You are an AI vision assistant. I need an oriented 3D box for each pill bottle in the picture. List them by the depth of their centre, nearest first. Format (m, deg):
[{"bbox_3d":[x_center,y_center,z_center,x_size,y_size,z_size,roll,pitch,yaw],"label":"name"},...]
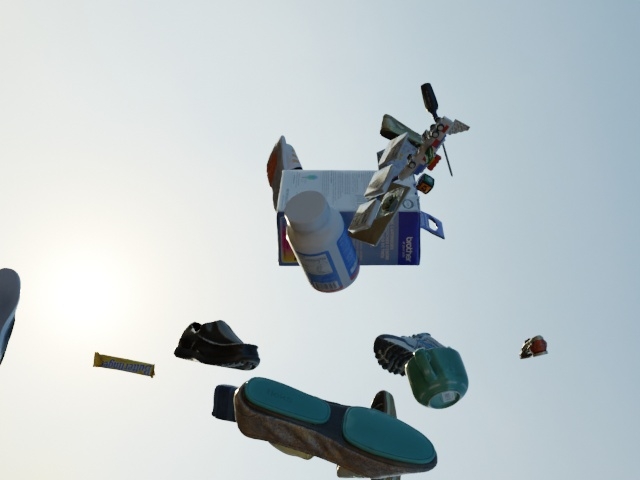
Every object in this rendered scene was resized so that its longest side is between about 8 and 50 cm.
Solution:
[{"bbox_3d":[0.000,0.000,2.200,0.124,0.124,0.222,54,-10,43],"label":"pill bottle"}]

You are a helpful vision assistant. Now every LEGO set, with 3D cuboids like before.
[{"bbox_3d":[0.143,-0.101,1.676,0.183,0.060,0.244,-65,-165,-17],"label":"LEGO set"}]

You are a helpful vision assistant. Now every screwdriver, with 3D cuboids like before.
[{"bbox_3d":[0.208,-0.192,1.807,0.024,0.025,0.170,150,-80,-77],"label":"screwdriver"}]

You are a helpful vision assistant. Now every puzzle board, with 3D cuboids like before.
[{"bbox_3d":[0.111,-0.052,1.957,0.128,0.011,0.096,-58,-148,-7],"label":"puzzle board"}]

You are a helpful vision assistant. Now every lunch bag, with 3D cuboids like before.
[{"bbox_3d":[0.151,-0.144,2.019,0.053,0.071,0.083,53,-18,37],"label":"lunch bag"}]

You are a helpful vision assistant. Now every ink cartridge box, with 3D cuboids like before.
[{"bbox_3d":[0.098,-0.058,2.500,0.270,0.395,0.151,-87,176,-64],"label":"ink cartridge box"}]

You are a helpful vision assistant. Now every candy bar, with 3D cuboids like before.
[{"bbox_3d":[-0.468,0.299,2.501,0.018,0.161,0.040,-39,138,-75],"label":"candy bar"}]

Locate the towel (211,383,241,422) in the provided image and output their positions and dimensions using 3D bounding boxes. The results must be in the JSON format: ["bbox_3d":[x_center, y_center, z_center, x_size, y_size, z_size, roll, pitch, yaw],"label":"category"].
[{"bbox_3d":[-0.148,0.296,1.885,0.119,0.029,0.067,1,-97,45],"label":"towel"}]

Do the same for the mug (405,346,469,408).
[{"bbox_3d":[0.249,0.307,2.286,0.129,0.157,0.097,-51,-141,36],"label":"mug"}]

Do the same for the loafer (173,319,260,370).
[{"bbox_3d":[-0.177,0.171,1.757,0.220,0.080,0.078,1,-101,50],"label":"loafer"}]

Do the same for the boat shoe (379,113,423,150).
[{"bbox_3d":[0.199,-0.242,2.401,0.056,0.153,0.048,-18,-121,51],"label":"boat shoe"}]

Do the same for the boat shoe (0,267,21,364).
[{"bbox_3d":[-0.637,0.167,2.058,0.076,0.080,0.229,129,-29,-84],"label":"boat shoe"}]

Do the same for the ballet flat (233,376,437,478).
[{"bbox_3d":[0.018,0.297,1.572,0.107,0.315,0.106,-60,170,-56],"label":"ballet flat"}]

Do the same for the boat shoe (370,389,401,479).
[{"bbox_3d":[0.140,0.401,2.124,0.068,0.072,0.190,145,-46,-59],"label":"boat shoe"}]

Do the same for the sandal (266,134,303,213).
[{"bbox_3d":[-0.087,-0.162,2.765,0.102,0.076,0.265,-53,-148,41],"label":"sandal"}]

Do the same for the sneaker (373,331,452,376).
[{"bbox_3d":[0.255,0.303,2.830,0.110,0.283,0.122,-42,-145,36],"label":"sneaker"}]

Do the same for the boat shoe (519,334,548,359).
[{"bbox_3d":[0.453,0.229,2.236,0.137,0.049,0.043,107,-31,-79],"label":"boat shoe"}]
